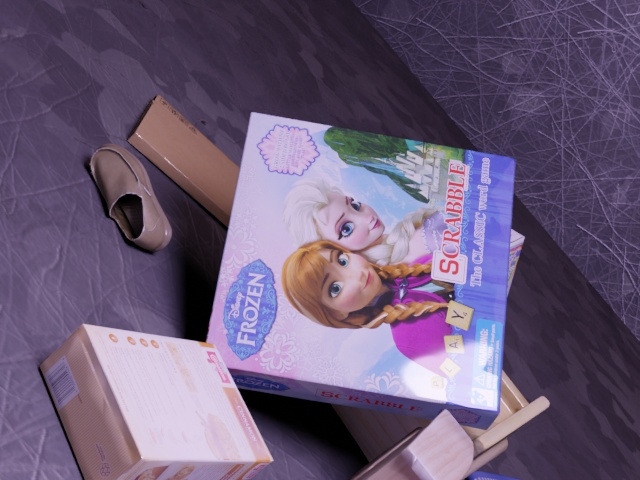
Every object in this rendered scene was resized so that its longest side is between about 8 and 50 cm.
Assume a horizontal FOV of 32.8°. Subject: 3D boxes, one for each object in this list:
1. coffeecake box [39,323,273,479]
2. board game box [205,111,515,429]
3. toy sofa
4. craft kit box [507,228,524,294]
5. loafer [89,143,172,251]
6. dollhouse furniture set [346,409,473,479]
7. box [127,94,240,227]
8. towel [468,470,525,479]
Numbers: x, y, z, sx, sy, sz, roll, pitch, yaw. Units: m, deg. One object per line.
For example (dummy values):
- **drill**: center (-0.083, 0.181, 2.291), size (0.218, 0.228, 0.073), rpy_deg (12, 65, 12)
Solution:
- **coffeecake box**: center (-0.148, 0.162, 1.007), size (0.185, 0.068, 0.142), rpy_deg (17, 36, -54)
- **board game box**: center (0.049, 0.028, 1.214), size (0.318, 0.066, 0.318), rpy_deg (9, 63, -2)
- **toy sofa**: center (0.089, 0.128, 1.339), size (0.150, 0.177, 0.362), rpy_deg (-20, 67, -46)
- **craft kit box**: center (0.128, 0.047, 1.424), size (0.061, 0.249, 0.247), rpy_deg (-20, 43, -39)
- **loafer**: center (-0.224, -0.054, 1.263), size (0.148, 0.056, 0.050), rpy_deg (54, 15, 15)
- **dollhouse furniture set**: center (0.142, 0.347, 1.074), size (0.303, 0.198, 0.286), rpy_deg (52, 21, 8)
- **box**: center (-0.173, -0.107, 1.517), size (0.201, 0.021, 0.164), rpy_deg (43, 21, -16)
- **towel**: center (0.339, 0.473, 1.489), size (0.243, 0.040, 0.336), rpy_deg (25, 29, -47)
